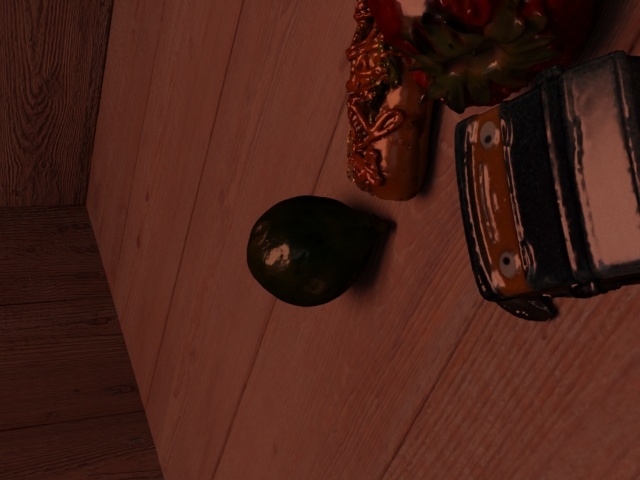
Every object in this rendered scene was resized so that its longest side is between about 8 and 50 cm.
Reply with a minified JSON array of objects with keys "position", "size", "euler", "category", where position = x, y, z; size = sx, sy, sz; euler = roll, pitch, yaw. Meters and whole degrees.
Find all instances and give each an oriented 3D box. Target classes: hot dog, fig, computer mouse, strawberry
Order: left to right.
[{"position":[0.000,0.000,1.430],"size":[0.244,0.195,0.195],"euler":[-33,62,37],"category":"fig"},{"position":[0.094,-0.228,1.271],"size":[0.158,0.117,0.349],"euler":[35,123,57],"category":"hot dog"},{"position":[0.176,-0.301,0.981],"size":[0.257,0.257,0.277],"euler":[132,143,-55],"category":"strawberry"},{"position":[0.240,0.052,1.090],"size":[0.135,0.047,0.079],"euler":[40,128,53],"category":"computer mouse"}]

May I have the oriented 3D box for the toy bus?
[{"position":[0.285,-0.043,0.686],"size":[0.194,0.323,0.162],"euler":[-20,74,59],"category":"toy bus"}]
